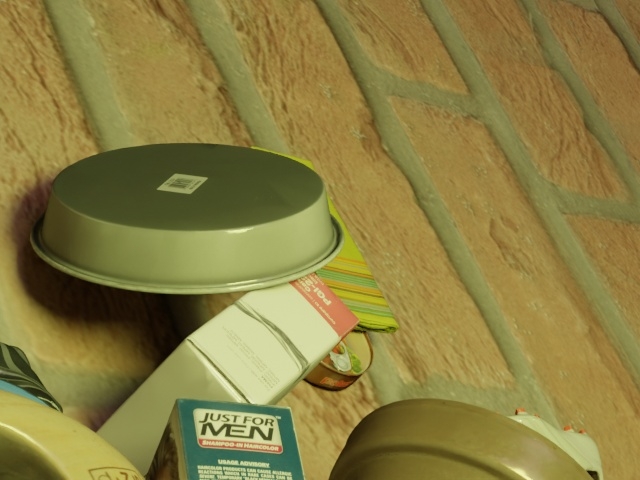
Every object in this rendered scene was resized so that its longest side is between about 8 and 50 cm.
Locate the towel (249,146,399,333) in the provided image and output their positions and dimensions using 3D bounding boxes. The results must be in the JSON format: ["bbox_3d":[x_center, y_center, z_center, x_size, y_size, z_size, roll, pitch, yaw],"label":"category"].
[{"bbox_3d":[0.000,0.000,2.017,0.102,0.021,0.237,14,40,-47],"label":"towel"}]

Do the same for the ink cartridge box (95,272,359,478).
[{"bbox_3d":[-0.082,0.124,1.702,0.092,0.158,0.218,46,31,3],"label":"ink cartridge box"}]

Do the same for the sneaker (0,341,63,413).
[{"bbox_3d":[-0.291,0.107,1.595,0.188,0.067,0.078,39,10,-3],"label":"sneaker"}]

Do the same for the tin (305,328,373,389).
[{"bbox_3d":[-0.011,0.071,1.966,0.106,0.040,0.190,9,44,-37],"label":"tin"}]

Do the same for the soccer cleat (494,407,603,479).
[{"bbox_3d":[0.233,0.228,2.023,0.196,0.068,0.076,16,44,-42],"label":"soccer cleat"}]

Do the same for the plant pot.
[{"bbox_3d":[0.099,0.305,1.642,0.263,0.263,0.229,38,49,-8],"label":"plant pot"}]

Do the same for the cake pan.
[{"bbox_3d":[-0.123,-0.028,1.782,0.293,0.054,0.293,1,21,0],"label":"cake pan"}]

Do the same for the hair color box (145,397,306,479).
[{"bbox_3d":[-0.067,0.308,1.465,0.105,0.174,0.347,7,42,-19],"label":"hair color box"}]

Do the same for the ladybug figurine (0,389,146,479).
[{"bbox_3d":[-0.285,0.245,1.325,0.449,0.162,0.305,-2,52,-49],"label":"ladybug figurine"}]
